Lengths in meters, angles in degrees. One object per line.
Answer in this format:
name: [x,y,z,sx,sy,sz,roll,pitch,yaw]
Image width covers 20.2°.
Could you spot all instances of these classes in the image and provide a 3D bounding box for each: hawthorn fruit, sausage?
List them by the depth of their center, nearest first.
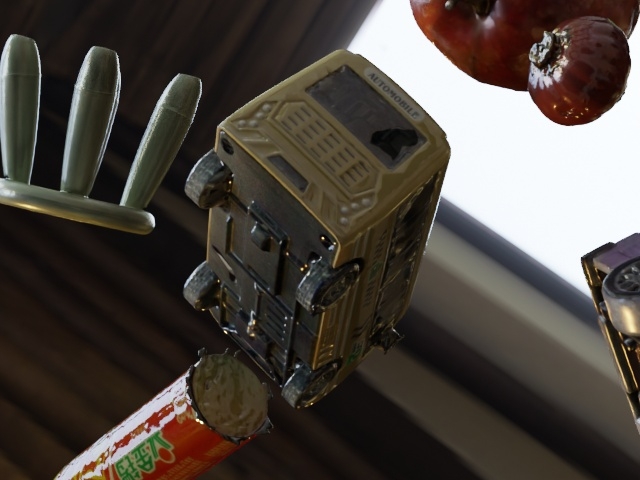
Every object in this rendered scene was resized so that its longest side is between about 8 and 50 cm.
sausage: [-0.144,0.179,1.432,0.083,0.264,0.083,25,-135,-29]
hawthorn fruit: [0.182,-0.249,1.727,0.242,0.242,0.271,37,-143,10]

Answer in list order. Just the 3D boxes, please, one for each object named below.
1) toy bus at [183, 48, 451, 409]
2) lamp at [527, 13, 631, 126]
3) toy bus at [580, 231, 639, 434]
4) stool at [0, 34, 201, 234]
toy bus: [0.000,0.000,1.671,0.202,0.365,0.177,-39,-108,-23]
lamp: [0.224,-0.148,1.554,0.090,0.101,0.101,24,-157,-28]
toy bus: [0.409,0.111,1.361,0.209,0.249,0.440,68,169,-21]
stool: [-0.272,-0.120,2.071,0.195,0.199,0.195,10,179,39]
